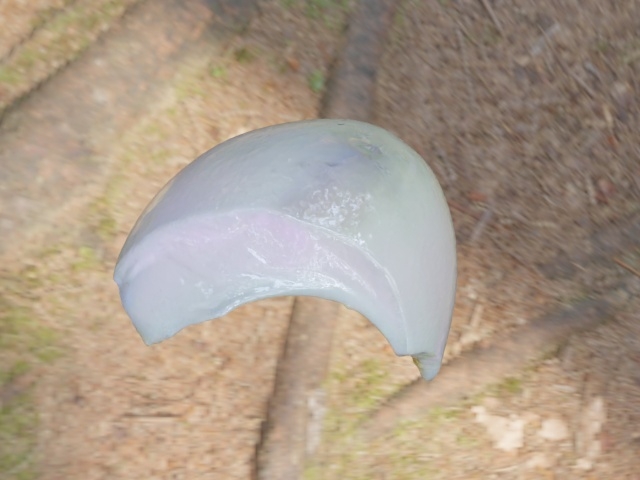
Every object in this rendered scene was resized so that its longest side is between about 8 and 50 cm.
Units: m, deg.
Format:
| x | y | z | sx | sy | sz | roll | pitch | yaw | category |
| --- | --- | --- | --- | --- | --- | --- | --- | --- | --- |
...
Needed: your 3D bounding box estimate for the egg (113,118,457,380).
| x | y | z | sx | sy | sz | roll | pitch | yaw | category |
| --- | --- | --- | --- | --- | --- | --- | --- | --- | --- |
| -0.004 | -0.016 | 1.355 | 0.271 | 0.162 | 0.206 | 16 | 48 | -11 | egg |
